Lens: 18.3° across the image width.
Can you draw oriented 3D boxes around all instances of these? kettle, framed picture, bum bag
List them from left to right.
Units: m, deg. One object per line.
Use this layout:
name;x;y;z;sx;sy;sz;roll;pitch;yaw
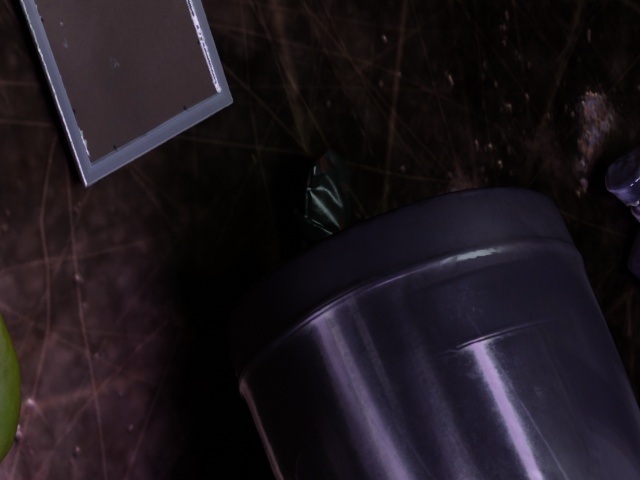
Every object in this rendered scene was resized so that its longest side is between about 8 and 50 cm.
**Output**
framed picture;-0.126;-0.142;1.198;0.142;0.011;0.183;-35;114;-44
bum bag;0.001;0.000;1.321;0.058;0.034;0.124;4;86;-63
kettle;0.090;0.180;1.224;0.228;0.321;0.324;-14;67;-18

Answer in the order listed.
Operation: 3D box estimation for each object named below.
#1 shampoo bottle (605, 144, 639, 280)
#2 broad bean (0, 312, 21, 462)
shampoo bottle;0.328;0.026;1.674;0.309;0.071;0.098;42;61;-37
broad bean;-0.193;0.110;1.083;0.070;0.048;0.214;-3;91;-47
